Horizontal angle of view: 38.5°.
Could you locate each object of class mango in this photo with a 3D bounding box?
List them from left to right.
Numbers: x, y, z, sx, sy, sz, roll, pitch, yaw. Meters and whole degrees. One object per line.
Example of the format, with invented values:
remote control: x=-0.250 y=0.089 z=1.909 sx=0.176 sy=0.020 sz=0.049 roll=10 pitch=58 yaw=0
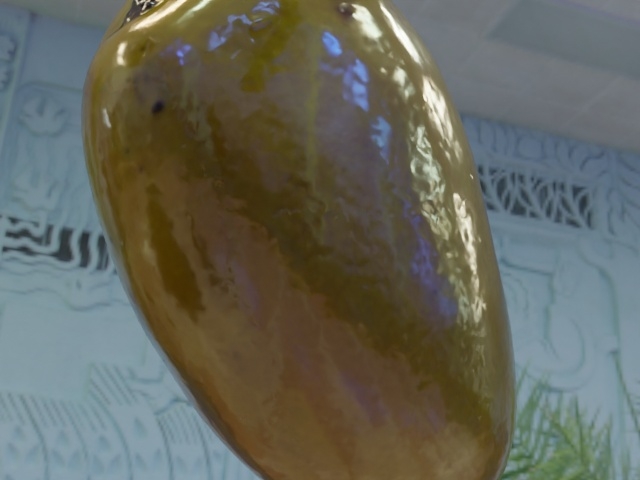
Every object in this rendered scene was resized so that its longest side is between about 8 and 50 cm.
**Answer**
mango: x=0.000 y=0.000 z=0.664 sx=0.232 sy=0.446 sz=0.300 roll=-21 pitch=7 yaw=39
